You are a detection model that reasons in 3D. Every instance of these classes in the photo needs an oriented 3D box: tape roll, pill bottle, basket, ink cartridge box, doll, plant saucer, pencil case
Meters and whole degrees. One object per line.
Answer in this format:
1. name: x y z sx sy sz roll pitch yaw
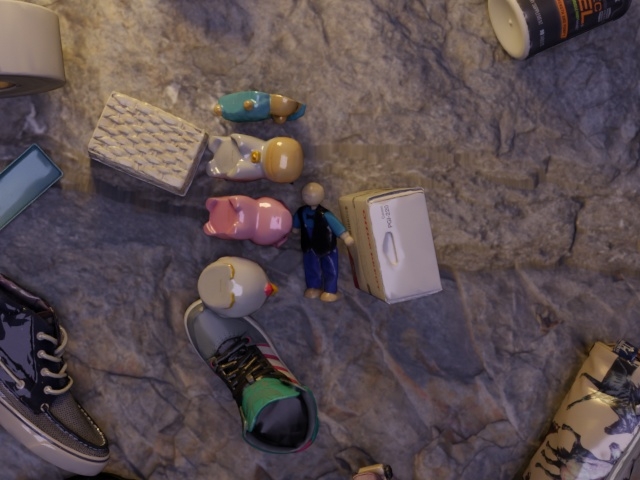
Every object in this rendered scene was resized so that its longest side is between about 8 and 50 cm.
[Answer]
1. tape roll: -0.501 -0.258 1.187 0.286 0.286 0.100 -6 94 -7
2. pill bottle: 0.405 -0.394 1.377 0.245 0.130 0.130 -25 97 -6
3. basket: -0.265 -0.148 1.315 0.167 0.103 0.113 23 89 -8
4. ink cartridge box: 0.102 0.001 1.316 0.092 0.218 0.158 -12 95 -7
5. doll: 0.000 0.000 1.360 0.046 0.129 0.189 -21 111 -44
6. plant saucer: -0.492 -0.065 1.334 0.192 0.018 0.067 -42 98 -2
7. pencil case: 0.441 0.365 1.405 0.160 0.183 0.410 29 90 -9

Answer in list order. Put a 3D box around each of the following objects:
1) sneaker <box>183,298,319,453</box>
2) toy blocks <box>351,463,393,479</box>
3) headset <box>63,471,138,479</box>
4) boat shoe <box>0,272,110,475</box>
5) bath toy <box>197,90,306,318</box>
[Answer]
1. sneaker: -0.104 0.219 1.322 0.124 0.178 0.295 -42 98 -3
2. toy blocks: -0.015 0.537 1.275 0.309 0.260 0.288 -18 96 13
3. headset: -0.397 0.459 1.343 0.394 0.185 0.243 27 94 -24
4. boat shoe: -0.425 0.199 1.302 0.340 0.127 0.158 40 95 -8
5. bath toy: -0.099 -0.050 1.340 0.151 0.129 0.348 8 91 36
